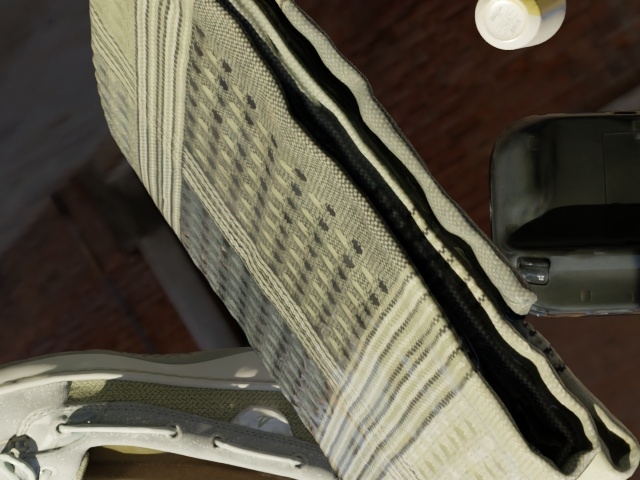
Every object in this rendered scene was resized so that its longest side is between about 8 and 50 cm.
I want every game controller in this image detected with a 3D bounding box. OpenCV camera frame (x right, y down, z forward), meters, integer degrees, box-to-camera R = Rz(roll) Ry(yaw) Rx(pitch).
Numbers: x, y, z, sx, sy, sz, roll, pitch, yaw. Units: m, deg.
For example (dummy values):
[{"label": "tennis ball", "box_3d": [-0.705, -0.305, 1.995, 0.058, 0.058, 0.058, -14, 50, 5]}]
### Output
[{"label": "game controller", "box_3d": [0.297, -0.025, 1.300, 0.319, 0.166, 0.067, -2, 167, -2]}]

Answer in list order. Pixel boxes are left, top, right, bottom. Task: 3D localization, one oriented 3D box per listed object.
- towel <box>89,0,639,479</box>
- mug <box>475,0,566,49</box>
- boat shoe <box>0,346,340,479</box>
[{"label": "towel", "box_3d": [0.000, 0.000, 0.702, 0.056, 0.312, 0.324, -32, 168, -14]}, {"label": "mug", "box_3d": [0.139, -0.173, 1.160, 0.062, 0.078, 0.064, -7, -165, 23]}, {"label": "boat shoe", "box_3d": [-0.130, 0.139, 1.064, 0.320, 0.103, 0.118, -2, 153, -22]}]
